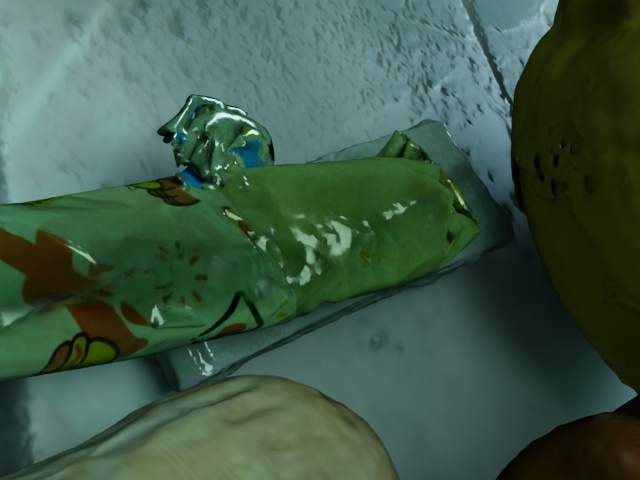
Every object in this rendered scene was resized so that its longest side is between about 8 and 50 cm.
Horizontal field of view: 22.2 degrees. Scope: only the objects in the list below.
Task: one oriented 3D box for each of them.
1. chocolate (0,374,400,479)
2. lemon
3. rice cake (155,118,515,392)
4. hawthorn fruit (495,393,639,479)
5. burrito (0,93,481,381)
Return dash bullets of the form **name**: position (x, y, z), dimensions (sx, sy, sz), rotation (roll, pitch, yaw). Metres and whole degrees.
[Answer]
- **chocolate**: position (-0.089, 0.135, 0.587), dimensions (0.309, 0.134, 0.134), rotation (-24, 87, -45)
- **lemon**: position (0.240, -0.036, 0.812), dimensions (0.297, 0.297, 0.297), rotation (16, 62, -32)
- **rice cake**: position (0.000, 0.000, 0.769), dimensions (0.226, 0.040, 0.085), rotation (-21, 84, -41)
- **hawthorn fruit**: position (0.169, 0.215, 0.679), dimensions (0.277, 0.277, 0.298), rotation (-56, 144, -38)
- **burrito**: position (-0.047, -0.011, 0.677), dimensions (0.288, 0.054, 0.104), rotation (-11, 78, -38)
